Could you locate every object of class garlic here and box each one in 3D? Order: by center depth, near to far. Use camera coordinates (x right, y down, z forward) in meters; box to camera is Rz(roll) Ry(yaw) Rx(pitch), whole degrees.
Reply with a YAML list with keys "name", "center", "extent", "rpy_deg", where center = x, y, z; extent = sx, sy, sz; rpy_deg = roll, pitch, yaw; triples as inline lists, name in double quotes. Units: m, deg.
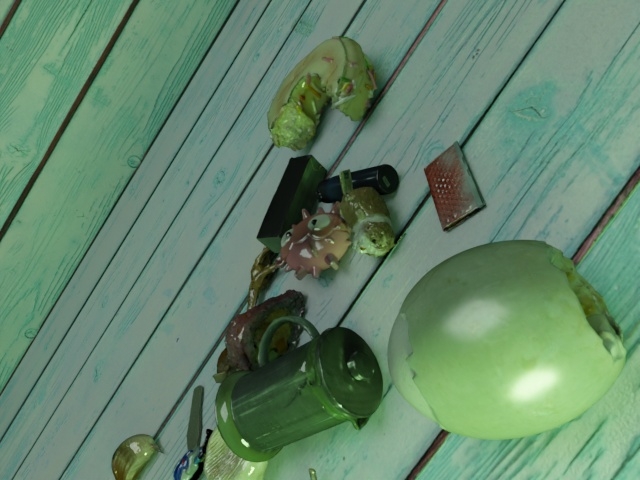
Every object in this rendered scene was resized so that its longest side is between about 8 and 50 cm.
- name: "garlic"
  center: [-0.538, 0.639, 1.724]
  extent: [0.198, 0.090, 0.128]
  rpy_deg: [-46, 52, 11]

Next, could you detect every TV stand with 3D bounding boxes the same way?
- name: "TV stand"
  center: [-0.076, -0.102, 1.591]
  extent: [0.088, 0.083, 0.269]
  rpy_deg: [-5, 55, 41]

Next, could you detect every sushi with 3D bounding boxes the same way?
- name: "sushi"
  center: [-0.139, 0.212, 1.419]
  extent: [0.108, 0.161, 0.240]
  rpy_deg: [-10, 60, 51]

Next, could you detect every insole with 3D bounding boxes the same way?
- name: "insole"
  center: [-0.348, 0.496, 1.625]
  extent: [0.063, 0.010, 0.191]
  rpy_deg: [-33, 43, 34]

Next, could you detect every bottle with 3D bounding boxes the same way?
- name: "bottle"
  center: [0.085, -0.137, 1.454]
  extent: [0.245, 0.072, 0.082]
  rpy_deg: [-7, 25, 50]

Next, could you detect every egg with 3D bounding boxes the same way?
- name: "egg"
  center: [0.244, 0.150, 0.857]
  extent: [0.336, 0.278, 0.278]
  rpy_deg: [-32, 44, 29]

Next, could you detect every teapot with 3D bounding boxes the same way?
- name: "teapot"
  center: [-0.043, 0.285, 1.202]
  extent: [0.337, 0.200, 0.270]
  rpy_deg: [-32, 61, 33]

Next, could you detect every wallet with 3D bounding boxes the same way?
- name: "wallet"
  center: [0.277, -0.116, 1.235]
  extent: [0.103, 0.020, 0.196]
  rpy_deg: [-38, 41, 29]

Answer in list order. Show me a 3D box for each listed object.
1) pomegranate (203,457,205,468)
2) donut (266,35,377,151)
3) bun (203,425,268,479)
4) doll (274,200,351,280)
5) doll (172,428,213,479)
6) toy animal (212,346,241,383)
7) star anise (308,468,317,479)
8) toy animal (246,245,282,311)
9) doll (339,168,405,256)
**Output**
- name: "pomegranate"
  center: [-0.247, 0.545, 1.406]
  extent: [0.073, 0.073, 0.084]
  rpy_deg: [-31, 44, 37]
- name: "donut"
  center: [0.008, -0.426, 1.686]
  extent: [0.371, 0.150, 0.307]
  rpy_deg: [-19, 52, 45]
- name: "bun"
  center: [-0.178, 0.487, 1.331]
  extent: [0.184, 0.102, 0.183]
  rpy_deg: [-23, 48, 28]
- name: "doll"
  center: [0.000, 0.000, 1.440]
  extent: [0.262, 0.093, 0.211]
  rpy_deg: [-23, 48, 20]
- name: "doll"
  center: [-0.330, 0.577, 1.501]
  extent: [0.195, 0.070, 0.096]
  rpy_deg: [-54, 5, 6]
- name: "toy animal"
  center: [-0.217, 0.295, 1.542]
  extent: [0.188, 0.089, 0.179]
  rpy_deg: [-50, 20, 26]
- name: "star anise"
  center: [-0.093, 0.586, 1.167]
  extent: [0.227, 0.148, 0.218]
  rpy_deg: [-55, -12, -41]
- name: "toy animal"
  center: [-0.165, 0.123, 1.611]
  extent: [0.149, 0.054, 0.275]
  rpy_deg: [25, 84, 53]
- name: "doll"
  center: [0.098, -0.060, 1.333]
  extent: [0.105, 0.115, 0.221]
  rpy_deg: [101, 147, -56]
